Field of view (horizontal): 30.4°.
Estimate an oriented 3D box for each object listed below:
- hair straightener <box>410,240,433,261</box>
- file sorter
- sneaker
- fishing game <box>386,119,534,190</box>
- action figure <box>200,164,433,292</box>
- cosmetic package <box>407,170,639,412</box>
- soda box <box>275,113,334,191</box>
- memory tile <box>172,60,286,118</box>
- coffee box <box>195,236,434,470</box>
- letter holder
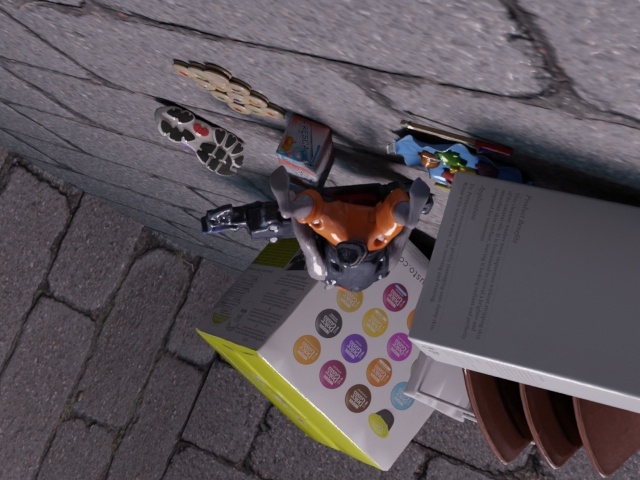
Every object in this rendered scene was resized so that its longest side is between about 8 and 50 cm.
[{"bbox_3d":[0.229,0.049,2.143,0.230,0.047,0.089,25,173,24],"label":"hair straightener"},{"bbox_3d":[0.299,0.169,1.930,0.173,0.277,0.193,16,170,37],"label":"file sorter"},{"bbox_3d":[-0.195,-0.170,1.908,0.170,0.068,0.071,36,-178,-26],"label":"sneaker"},{"bbox_3d":[0.173,-0.083,1.468,0.189,0.041,0.264,18,171,14],"label":"fishing game"},{"bbox_3d":[0.000,0.000,1.649,0.342,0.178,0.330,-8,162,1],"label":"action figure"},{"bbox_3d":[0.318,0.072,1.336,0.385,0.217,0.156,15,171,19],"label":"cosmetic package"},{"bbox_3d":[-0.019,-0.119,1.672,0.058,0.063,0.183,22,172,7],"label":"soda box"},{"bbox_3d":[-0.123,-0.203,1.595,0.113,0.012,0.148,15,168,46],"label":"memory tile"},{"bbox_3d":[0.035,0.167,2.163,0.337,0.334,0.338,46,165,-20],"label":"coffee box"},{"bbox_3d":[0.349,0.231,1.723,0.152,0.214,0.301,36,160,42],"label":"letter holder"}]
